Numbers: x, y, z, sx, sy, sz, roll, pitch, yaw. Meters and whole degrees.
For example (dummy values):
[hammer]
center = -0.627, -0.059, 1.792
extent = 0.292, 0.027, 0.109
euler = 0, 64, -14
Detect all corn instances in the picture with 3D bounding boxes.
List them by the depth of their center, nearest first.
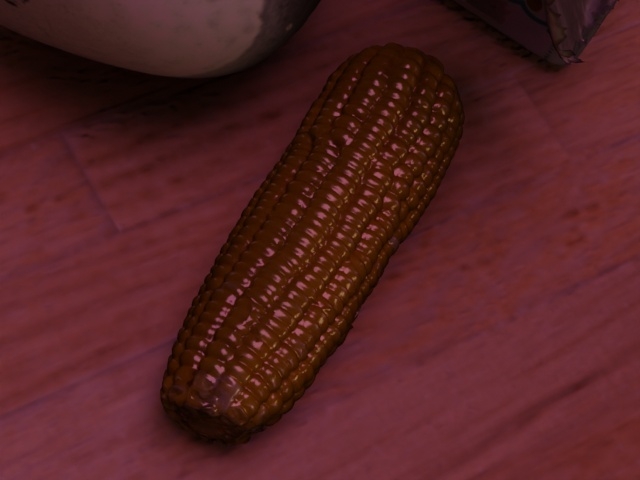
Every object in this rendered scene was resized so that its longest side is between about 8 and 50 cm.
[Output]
[corn]
center = 0.000, 0.000, 0.772
extent = 0.080, 0.080, 0.231
euler = 29, 61, 1

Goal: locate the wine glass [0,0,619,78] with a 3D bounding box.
[wine glass]
center = -0.025, -0.188, 0.740
extent = 0.322, 0.238, 0.238
euler = 4, 58, 15

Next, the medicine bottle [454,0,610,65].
[medicine bottle]
center = 0.094, -0.197, 0.879
extent = 0.188, 0.119, 0.094
euler = 34, 58, 4
